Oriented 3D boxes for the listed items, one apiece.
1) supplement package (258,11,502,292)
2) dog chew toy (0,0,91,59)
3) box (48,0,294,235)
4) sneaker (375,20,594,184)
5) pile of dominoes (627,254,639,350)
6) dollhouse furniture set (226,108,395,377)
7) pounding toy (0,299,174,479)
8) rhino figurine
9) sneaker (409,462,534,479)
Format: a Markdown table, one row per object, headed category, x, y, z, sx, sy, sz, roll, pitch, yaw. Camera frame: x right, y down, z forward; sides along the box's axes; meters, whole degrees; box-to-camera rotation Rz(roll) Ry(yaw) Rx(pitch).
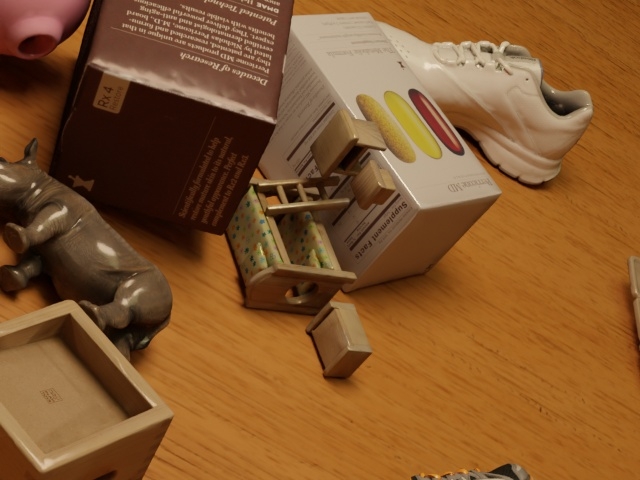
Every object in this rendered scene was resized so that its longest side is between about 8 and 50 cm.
| category | x | y | z | sx | sy | sz | roll | pitch | yaw |
| --- | --- | --- | --- | --- | --- | --- | --- | --- | --- |
| supplement package | 0.037 | -0.091 | 1.634 | 0.139 | 0.134 | 0.244 | -12 | 61 | -48 |
| dog chew toy | -0.300 | -0.312 | 1.519 | 0.206 | 0.206 | 0.332 | 4 | 58 | -40 |
| box | -0.130 | -0.148 | 1.466 | 0.167 | 0.168 | 0.203 | 16 | 50 | -12 |
| sneaker | 0.174 | -0.181 | 1.863 | 0.297 | 0.129 | 0.111 | 24 | 40 | -20 |
| pile of dominoes | 0.418 | 0.141 | 1.843 | 0.196 | 0.040 | 0.251 | 22 | 48 | -26 |
| dollhouse furniture set | 0.000 | 0.000 | 1.479 | 0.101 | 0.161 | 0.182 | 8 | 46 | -37 |
| pounding toy | -0.247 | 0.113 | 1.200 | 0.206 | 0.094 | 0.181 | 45 | 39 | 22 |
| rhino figurine | -0.217 | 0.000 | 1.358 | 0.243 | 0.073 | 0.106 | 47 | 40 | 11 |
| sneaker | 0.107 | 0.229 | 1.404 | 0.083 | 0.084 | 0.215 | 47 | 36 | 17 |
